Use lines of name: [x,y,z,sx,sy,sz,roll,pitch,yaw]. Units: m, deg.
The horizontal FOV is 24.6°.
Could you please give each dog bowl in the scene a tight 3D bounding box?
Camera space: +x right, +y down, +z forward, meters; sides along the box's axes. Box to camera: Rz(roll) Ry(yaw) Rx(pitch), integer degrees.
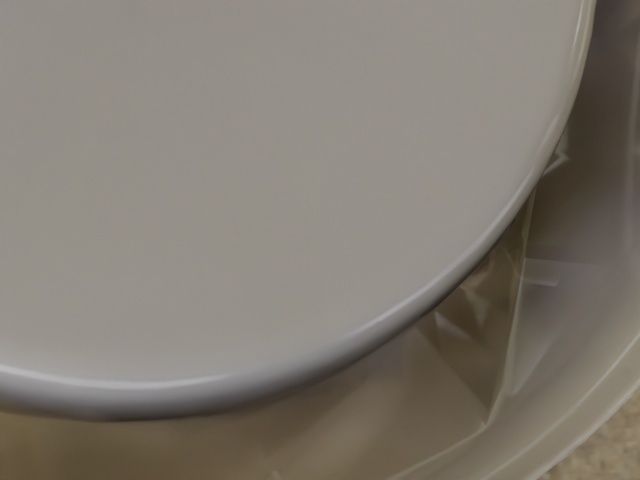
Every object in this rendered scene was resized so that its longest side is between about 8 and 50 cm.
dog bowl: [-0.054,-0.079,0.396,0.349,0.102,0.348,3,78,-14]
